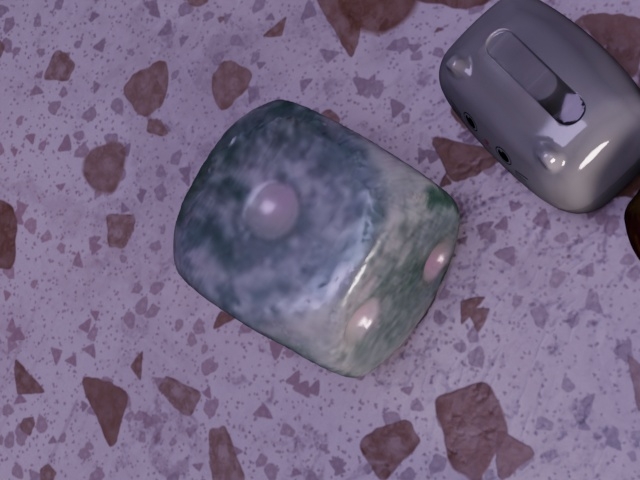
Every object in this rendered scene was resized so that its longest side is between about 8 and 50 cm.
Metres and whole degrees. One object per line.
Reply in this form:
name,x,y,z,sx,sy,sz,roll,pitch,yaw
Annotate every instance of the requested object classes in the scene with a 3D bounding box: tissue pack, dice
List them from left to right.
dice,0.000,0.000,1.901,0.328,0.348,0.330,31,89,26
tissue pack,0.341,-0.211,1.829,0.229,0.236,0.333,-45,67,11

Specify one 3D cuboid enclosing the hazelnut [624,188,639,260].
hazelnut,0.555,-0.033,1.718,0.234,0.218,0.218,-47,66,11
